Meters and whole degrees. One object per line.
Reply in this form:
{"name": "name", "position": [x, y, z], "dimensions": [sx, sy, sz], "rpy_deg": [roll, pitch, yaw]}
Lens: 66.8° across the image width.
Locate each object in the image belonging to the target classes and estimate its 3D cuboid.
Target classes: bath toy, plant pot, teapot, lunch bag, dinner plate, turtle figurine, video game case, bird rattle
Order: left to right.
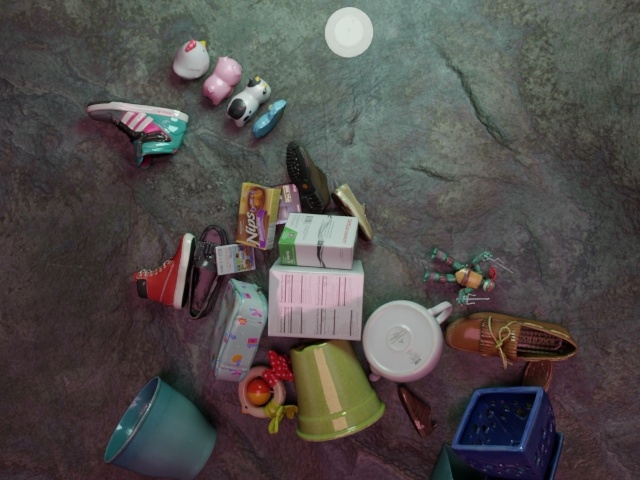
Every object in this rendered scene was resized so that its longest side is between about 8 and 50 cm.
{"name": "plant pot", "position": [-0.474, 0.605, 1.503], "dimensions": [0.255, 0.271, 0.271], "rpy_deg": [37, 98, -18]}
{"name": "bath toy", "position": [-0.265, -0.458, 1.402], "dimensions": [0.348, 0.129, 0.151], "rpy_deg": [37, 64, -3]}
{"name": "video game case", "position": [-0.262, 0.055, 1.497], "dimensions": [0.122, 0.011, 0.087], "rpy_deg": [-8, 98, -30]}
{"name": "lunch bag", "position": [-0.249, 0.259, 1.456], "dimensions": [0.108, 0.224, 0.279], "rpy_deg": [17, 98, -21]}
{"name": "bird rattle", "position": [-0.170, 0.471, 1.530], "dimensions": [0.207, 0.143, 0.253], "rpy_deg": [-4, 95, 20]}
{"name": "plant pot", "position": [0.026, 0.413, 1.450], "dimensions": [0.276, 0.276, 0.253], "rpy_deg": [-17, 89, 5]}
{"name": "dinner plate", "position": [0.083, -0.610, 1.421], "dimensions": [0.141, 0.017, 0.141], "rpy_deg": [0, 97, 1]}
{"name": "teapot", "position": [0.259, 0.303, 1.459], "dimensions": [0.256, 0.187, 0.252], "rpy_deg": [-1, 73, 24]}
{"name": "plant pot", "position": [0.432, 0.814, 1.532], "dimensions": [0.166, 0.165, 0.234], "rpy_deg": [20, 106, 0]}
{"name": "turtle figurine", "position": [0.437, 0.112, 1.454], "dimensions": [0.234, 0.118, 0.175], "rpy_deg": [19, 84, 15]}
{"name": "plant pot", "position": [0.565, 0.591, 1.424], "dimensions": [0.236, 0.236, 0.212], "rpy_deg": [-22, 107, 47]}

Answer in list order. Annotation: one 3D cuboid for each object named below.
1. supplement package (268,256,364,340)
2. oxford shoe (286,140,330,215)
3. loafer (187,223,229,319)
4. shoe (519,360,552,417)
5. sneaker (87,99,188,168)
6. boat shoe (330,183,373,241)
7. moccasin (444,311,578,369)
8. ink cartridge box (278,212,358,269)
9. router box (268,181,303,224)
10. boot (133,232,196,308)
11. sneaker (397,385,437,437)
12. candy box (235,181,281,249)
{"name": "supplement package", "position": [-0.010, 0.166, 1.438], "dimensions": [0.263, 0.199, 0.197], "rpy_deg": [2, 99, 2]}
{"name": "oxford shoe", "position": [-0.034, -0.195, 1.448], "dimensions": [0.083, 0.096, 0.227], "rpy_deg": [-6, 114, 37]}
{"name": "loafer", "position": [-0.349, 0.102, 1.497], "dimensions": [0.109, 0.095, 0.302], "rpy_deg": [13, 98, 1]}
{"name": "shoe", "position": [0.673, 0.458, 1.525], "dimensions": [0.077, 0.058, 0.219], "rpy_deg": [18, 95, 31]}
{"name": "sneaker", "position": [-0.550, -0.307, 1.443], "dimensions": [0.296, 0.124, 0.178], "rpy_deg": [7, 89, 1]}
{"name": "boat shoe", "position": [0.113, -0.087, 1.469], "dimensions": [0.072, 0.068, 0.190], "rpy_deg": [-39, 103, -22]}
{"name": "moccasin", "position": [0.567, 0.304, 1.457], "dimensions": [0.380, 0.147, 0.139], "rpy_deg": [10, 98, 1]}
{"name": "ink cartridge box", "position": [0.000, 0.000, 1.400], "dimensions": [0.209, 0.153, 0.086], "rpy_deg": [4, 128, 10]}
{"name": "router box", "position": [-0.105, -0.113, 1.485], "dimensions": [0.092, 0.038, 0.122], "rpy_deg": [-9, 97, 3]}
{"name": "boot", "position": [-0.488, 0.080, 1.508], "dimensions": [0.176, 0.088, 0.244], "rpy_deg": [16, 102, 2]}
{"name": "sneaker", "position": [0.310, 0.535, 1.552], "dimensions": [0.071, 0.066, 0.188], "rpy_deg": [-28, 101, -11]}
{"name": "candy box", "position": [-0.189, -0.074, 1.464], "dimensions": [0.109, 0.053, 0.186], "rpy_deg": [15, 104, 21]}
